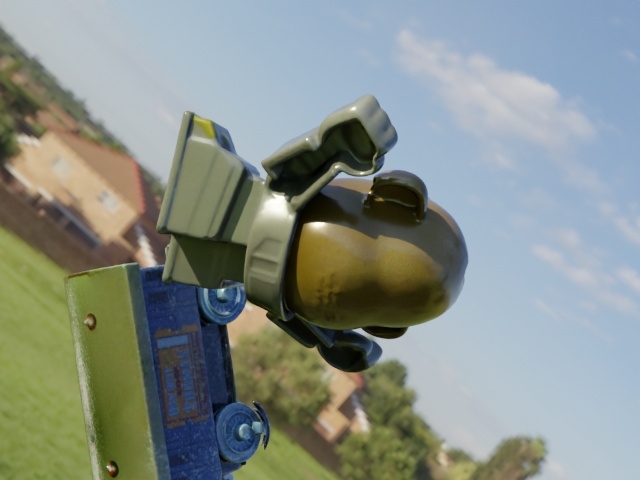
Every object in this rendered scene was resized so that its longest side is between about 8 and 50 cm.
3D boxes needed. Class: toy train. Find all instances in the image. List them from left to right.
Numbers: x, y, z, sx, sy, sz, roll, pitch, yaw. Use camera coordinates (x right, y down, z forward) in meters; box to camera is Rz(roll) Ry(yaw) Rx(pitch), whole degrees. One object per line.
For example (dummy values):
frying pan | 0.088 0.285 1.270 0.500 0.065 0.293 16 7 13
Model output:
toy train | -0.175 0.153 1.433 0.131 0.300 0.202 -10 -2 42

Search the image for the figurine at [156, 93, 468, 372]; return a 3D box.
figurine | 0.000 0.002 1.215 0.284 0.167 0.342 13 -21 14
